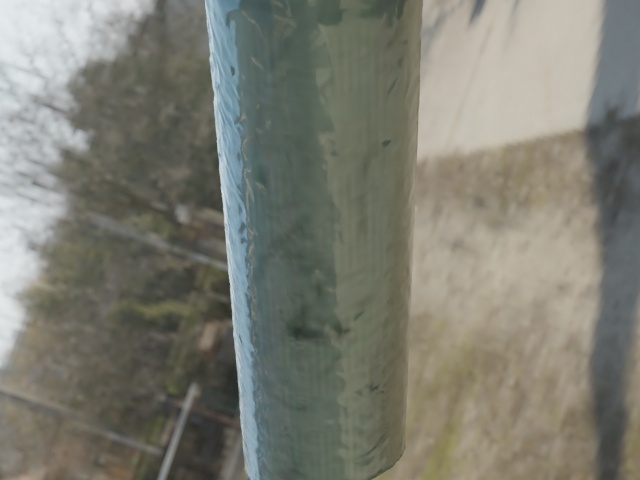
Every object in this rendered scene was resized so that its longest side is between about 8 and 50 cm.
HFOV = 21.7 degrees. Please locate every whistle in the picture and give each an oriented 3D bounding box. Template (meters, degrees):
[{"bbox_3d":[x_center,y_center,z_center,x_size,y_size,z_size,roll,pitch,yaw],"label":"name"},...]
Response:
[{"bbox_3d":[0.000,0.000,0.521,0.312,0.062,0.062,89,-167,-47],"label":"whistle"}]
